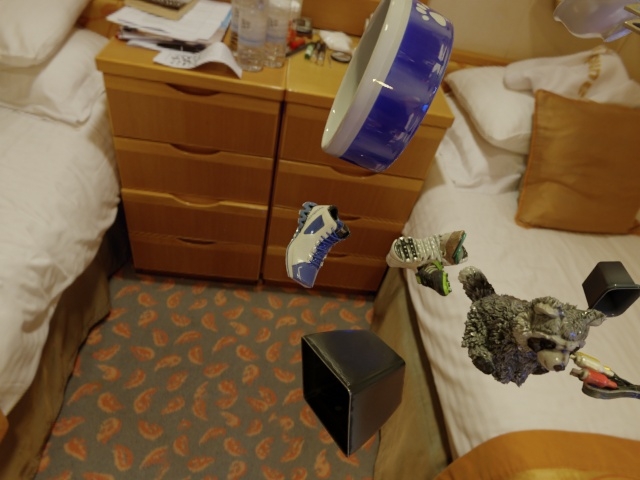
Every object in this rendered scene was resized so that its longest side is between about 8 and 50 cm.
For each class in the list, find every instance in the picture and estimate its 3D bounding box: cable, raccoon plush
[{"bbox_3d":[0.762,0.357,1.080,0.287,0.072,0.139,13,21,14],"label":"cable"},{"bbox_3d":[0.498,0.156,1.134,0.216,0.299,0.447,0,44,-22],"label":"raccoon plush"}]

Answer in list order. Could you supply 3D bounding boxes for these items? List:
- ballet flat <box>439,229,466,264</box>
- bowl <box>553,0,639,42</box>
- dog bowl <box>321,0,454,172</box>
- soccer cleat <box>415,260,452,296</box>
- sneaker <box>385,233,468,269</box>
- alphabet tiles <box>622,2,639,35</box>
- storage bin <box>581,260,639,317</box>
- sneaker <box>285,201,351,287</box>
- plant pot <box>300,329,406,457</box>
[{"bbox_3d":[0.366,0.017,1.217,0.067,0.206,0.073,30,76,23],"label":"ballet flat"},{"bbox_3d":[0.769,-0.603,1.093,0.297,0.298,0.134,-21,86,-33],"label":"bowl"},{"bbox_3d":[0.099,-0.250,0.706,0.104,0.265,0.265,22,41,-10],"label":"dog bowl"},{"bbox_3d":[0.262,0.092,1.015,0.072,0.060,0.179,-13,10,11],"label":"soccer cleat"},{"bbox_3d":[0.358,0.047,1.464,0.291,0.118,0.110,2,62,-16],"label":"sneaker"},{"bbox_3d":[0.739,-0.380,0.773,0.342,0.011,0.285,-16,51,-12],"label":"alphabet tiles"},{"bbox_3d":[0.702,0.115,1.049,0.098,0.135,0.091,-1,52,4],"label":"storage bin"},{"bbox_3d":[0.000,-0.001,1.501,0.182,0.127,0.316,-4,64,37],"label":"sneaker"},{"bbox_3d":[0.075,0.299,0.929,0.166,0.188,0.188,-16,31,-28],"label":"plant pot"}]
